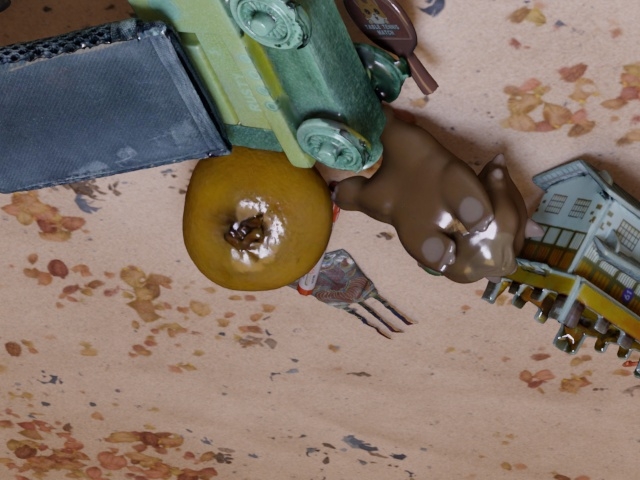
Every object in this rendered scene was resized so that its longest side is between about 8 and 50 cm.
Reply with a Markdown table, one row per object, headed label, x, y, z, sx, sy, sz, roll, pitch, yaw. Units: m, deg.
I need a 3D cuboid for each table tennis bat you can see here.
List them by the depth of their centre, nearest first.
| label | x | y | z | sx | sy | sz | roll | pitch | yaw |
| --- | --- | --- | --- | --- | --- | --- | --- | --- | --- |
| table tennis bat | 0.118 | -0.276 | 1.868 | 0.170 | 0.119 | 0.107 | 52 | 159 | -25 |

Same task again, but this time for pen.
| label | x | y | z | sx | sy | sz | roll | pitch | yaw |
| --- | --- | --- | --- | --- | --- | --- | --- | --- | --- |
| pen | 0.000 | 0.000 | 2.219 | 0.028 | 0.028 | 0.239 | 11 | 140 | -6 |

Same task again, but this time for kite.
| label | x | y | z | sx | sy | sz | roll | pitch | yaw |
| --- | --- | --- | --- | --- | --- | --- | --- | --- | --- |
| kite | 0.056 | 0.086 | 2.337 | 0.229 | 0.016 | 0.127 | 34 | 138 | -30 |

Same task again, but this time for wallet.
| label | x | y | z | sx | sy | sz | roll | pitch | yaw |
| --- | --- | --- | --- | --- | --- | --- | --- | --- | --- |
| wallet | -0.299 | -0.159 | 1.835 | 0.342 | 0.075 | 0.237 | -9 | 146 | 15 |

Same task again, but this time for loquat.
| label | x | y | z | sx | sy | sz | roll | pitch | yaw |
| --- | --- | --- | --- | --- | --- | --- | --- | --- | --- |
| loquat | -0.084 | -0.033 | 2.046 | 0.208 | 0.208 | 0.208 | 4 | 142 | 3 |

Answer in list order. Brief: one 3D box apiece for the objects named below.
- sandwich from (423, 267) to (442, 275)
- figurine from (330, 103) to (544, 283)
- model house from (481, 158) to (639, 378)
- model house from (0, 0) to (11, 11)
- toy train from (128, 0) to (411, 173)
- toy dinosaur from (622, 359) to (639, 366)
| label | x | y | z | sx | sy | sz | roll | pitch | yaw |
| --- | --- | --- | --- | --- | --- | --- | --- | --- | --- |
| sandwich | 0.166 | 0.010 | 2.211 | 0.067 | 0.029 | 0.135 | 5 | 143 | 3 |
| figurine | 0.164 | -0.048 | 2.015 | 0.247 | 0.177 | 0.173 | 27 | -167 | 28 |
| model house | 0.370 | 0.039 | 2.071 | 0.224 | 0.215 | 0.198 | 32 | 174 | -29 |
| model house | -0.474 | -0.197 | 1.916 | 0.278 | 0.205 | 0.218 | -14 | 140 | 13 |
| toy train | -0.060 | -0.229 | 1.809 | 0.253 | 0.160 | 0.397 | 9 | 147 | 30 |
| toy dinosaur | 0.594 | 0.168 | 2.334 | 0.279 | 0.055 | 0.101 | 0 | 165 | 4 |
